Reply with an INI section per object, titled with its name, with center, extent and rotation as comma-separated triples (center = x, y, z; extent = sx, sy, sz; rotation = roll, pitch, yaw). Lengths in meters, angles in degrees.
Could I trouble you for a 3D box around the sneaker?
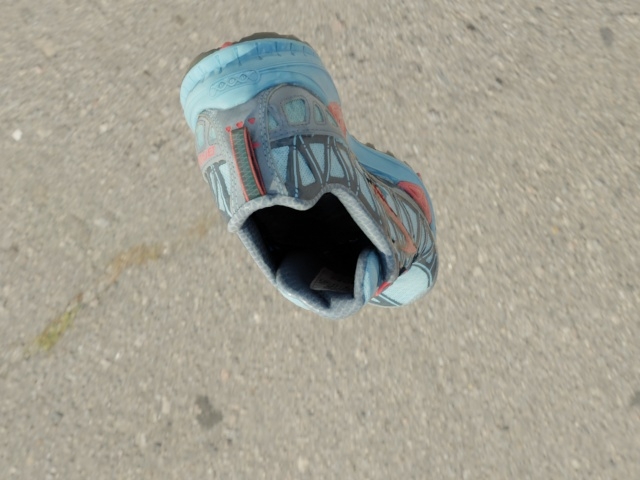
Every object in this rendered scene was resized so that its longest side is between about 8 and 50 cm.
[sneaker]
center = 0.000, 0.000, 0.686
extent = 0.104, 0.125, 0.262
rotation = -22, 147, 18
